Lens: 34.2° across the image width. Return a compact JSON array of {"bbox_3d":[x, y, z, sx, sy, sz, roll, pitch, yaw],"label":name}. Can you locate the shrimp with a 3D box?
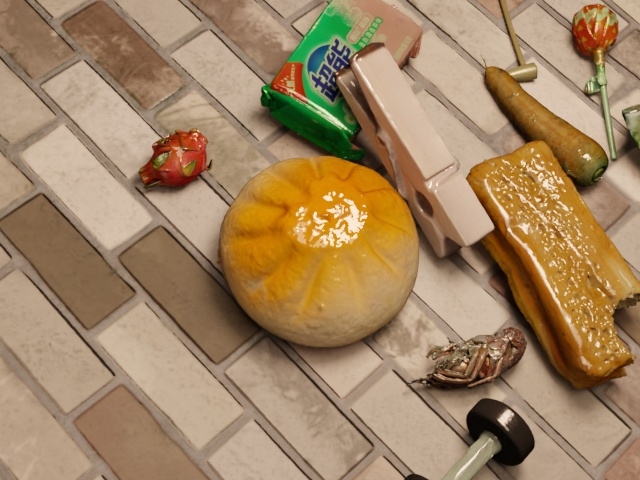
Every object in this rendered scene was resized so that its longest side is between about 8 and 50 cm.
[{"bbox_3d":[0.209,0.175,1.489,0.190,0.075,0.073,-18,99,-6],"label":"shrimp"}]

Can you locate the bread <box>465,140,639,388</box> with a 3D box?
[{"bbox_3d":[0.361,0.033,1.563,0.185,0.109,0.380,-19,68,-22],"label":"bread"}]

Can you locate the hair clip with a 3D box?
[{"bbox_3d":[0.138,-0.135,1.549,0.085,0.101,0.331,-32,90,-29],"label":"hair clip"}]

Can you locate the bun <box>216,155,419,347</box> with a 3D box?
[{"bbox_3d":[0.000,0.000,1.494,0.299,0.165,0.299,3,61,-6],"label":"bun"}]

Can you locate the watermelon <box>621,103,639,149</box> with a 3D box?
[{"bbox_3d":[0.654,-0.167,1.648,0.320,0.213,0.289,-9,65,-26],"label":"watermelon"}]

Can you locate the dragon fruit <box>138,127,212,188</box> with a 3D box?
[{"bbox_3d":[-0.222,-0.120,1.572,0.116,0.086,0.081,-33,110,-14],"label":"dragon fruit"}]

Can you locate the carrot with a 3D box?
[{"bbox_3d":[0.352,-0.203,1.711,0.078,0.078,0.298,-30,65,-21],"label":"carrot"}]

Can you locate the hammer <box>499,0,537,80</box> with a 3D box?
[{"bbox_3d":[0.324,-0.356,1.809,0.060,0.028,0.195,-9,61,-3],"label":"hammer"}]

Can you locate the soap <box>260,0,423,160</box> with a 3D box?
[{"bbox_3d":[0.033,-0.279,1.679,0.218,0.098,0.273,31,63,5],"label":"soap"}]

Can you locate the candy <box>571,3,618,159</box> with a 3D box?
[{"bbox_3d":[0.481,-0.270,1.769,0.084,0.078,0.287,14,66,-44],"label":"candy"}]

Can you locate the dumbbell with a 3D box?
[{"bbox_3d":[0.194,0.308,1.398,0.100,0.100,0.191,42,66,14],"label":"dumbbell"}]
